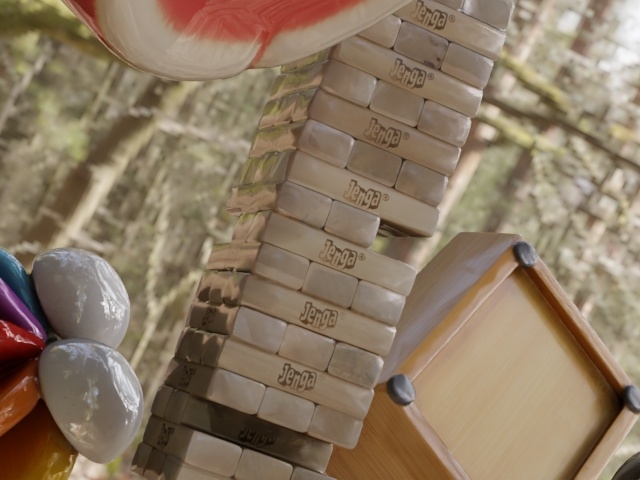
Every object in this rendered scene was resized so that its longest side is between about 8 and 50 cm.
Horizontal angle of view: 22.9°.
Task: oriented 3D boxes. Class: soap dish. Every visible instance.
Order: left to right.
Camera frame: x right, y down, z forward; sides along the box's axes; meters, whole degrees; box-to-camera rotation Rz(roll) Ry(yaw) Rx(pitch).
[{"bbox_3d":[0.129,0.142,1.273,0.229,0.118,0.291,53,45,-6],"label":"soap dish"}]

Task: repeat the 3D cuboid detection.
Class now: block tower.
[{"bbox_3d":[0.000,0.000,0.849,0.091,0.336,0.097,22,-7,-20],"label":"block tower"}]

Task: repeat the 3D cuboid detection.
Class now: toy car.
[{"bbox_3d":[-0.199,0.071,0.911,0.136,0.159,0.182,50,16,-39],"label":"toy car"}]

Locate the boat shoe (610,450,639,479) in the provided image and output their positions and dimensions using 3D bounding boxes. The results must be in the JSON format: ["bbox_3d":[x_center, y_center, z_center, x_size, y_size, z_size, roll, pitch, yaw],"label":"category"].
[{"bbox_3d":[0.262,0.179,0.912,0.335,0.112,0.095,24,14,-33],"label":"boat shoe"}]

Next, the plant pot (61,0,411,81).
[{"bbox_3d":[-0.046,-0.205,0.519,0.243,0.275,0.275,57,19,18],"label":"plant pot"}]
